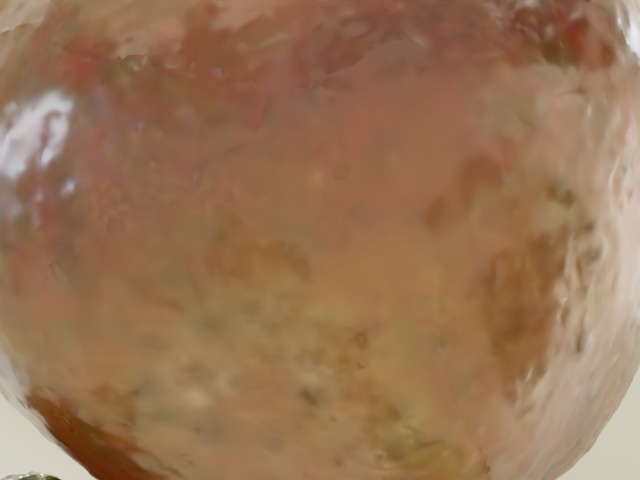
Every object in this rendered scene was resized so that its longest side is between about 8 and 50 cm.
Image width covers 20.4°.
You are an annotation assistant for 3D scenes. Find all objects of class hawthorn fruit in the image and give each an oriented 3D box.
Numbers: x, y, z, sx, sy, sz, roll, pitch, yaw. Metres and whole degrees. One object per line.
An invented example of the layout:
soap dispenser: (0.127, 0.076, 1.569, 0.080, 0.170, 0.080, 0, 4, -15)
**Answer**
hawthorn fruit: (0.000, 0.000, 0.922, 0.403, 0.403, 0.403, 27, -33, 19)

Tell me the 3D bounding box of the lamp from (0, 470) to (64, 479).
lamp: (-0.165, 0.183, 0.908, 0.157, 0.135, 0.156, 19, -25, -16)
